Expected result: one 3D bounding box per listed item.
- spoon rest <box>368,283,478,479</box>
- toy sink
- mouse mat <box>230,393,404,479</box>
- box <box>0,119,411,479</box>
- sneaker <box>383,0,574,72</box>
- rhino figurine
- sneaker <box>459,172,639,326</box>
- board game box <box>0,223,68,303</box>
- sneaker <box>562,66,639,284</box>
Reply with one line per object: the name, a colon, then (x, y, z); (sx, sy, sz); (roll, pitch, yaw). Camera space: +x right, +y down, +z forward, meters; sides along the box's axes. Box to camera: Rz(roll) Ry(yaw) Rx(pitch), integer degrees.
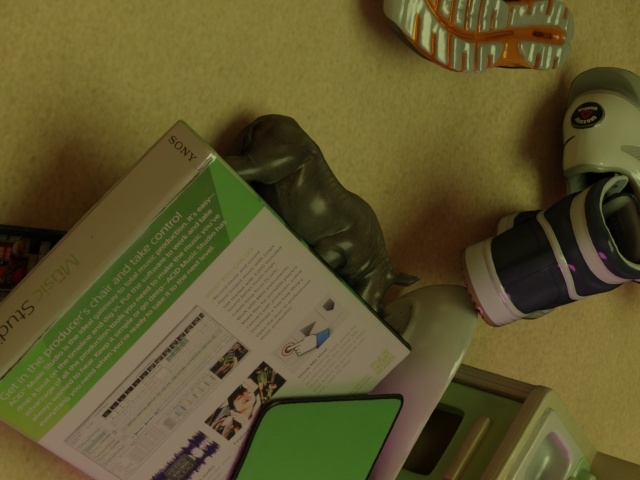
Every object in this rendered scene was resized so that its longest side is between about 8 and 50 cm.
spoon rest: (0.046, 0.152, 1.531); (0.084, 0.137, 0.276); (42, 76, -21)
toy sink: (0.149, 0.208, 1.570); (0.152, 0.234, 0.131); (-57, 137, -19)
mouse mat: (-0.020, 0.200, 1.417); (0.153, 0.007, 0.189); (2, 122, -43)
box: (-0.090, 0.083, 1.307); (0.232, 0.058, 0.322); (-46, 141, -2)
sneaker: (0.125, -0.186, 1.546); (0.215, 0.083, 0.084); (8, 96, -44)
rhino figurine: (0.000, 0.000, 1.434); (0.243, 0.073, 0.106); (49, 64, -28)
sneaker: (0.230, 0.004, 1.599); (0.099, 0.153, 0.282); (65, 19, 1)
board game box: (-0.189, 0.060, 1.300); (0.260, 0.030, 0.136); (6, 99, -49)
sneaker: (0.313, -0.002, 1.763); (0.330, 0.122, 0.146); (53, 44, -33)
